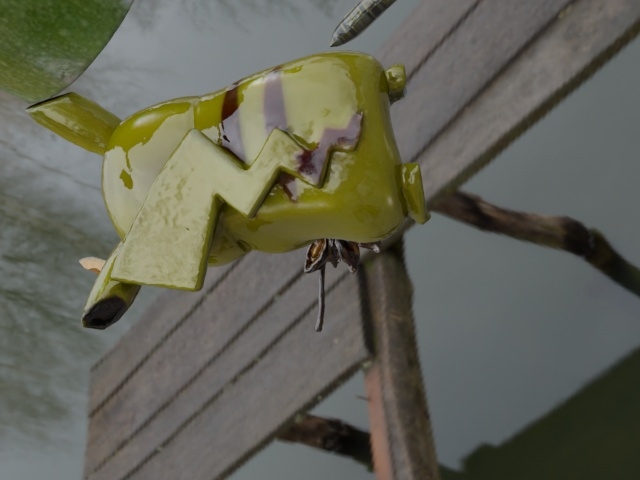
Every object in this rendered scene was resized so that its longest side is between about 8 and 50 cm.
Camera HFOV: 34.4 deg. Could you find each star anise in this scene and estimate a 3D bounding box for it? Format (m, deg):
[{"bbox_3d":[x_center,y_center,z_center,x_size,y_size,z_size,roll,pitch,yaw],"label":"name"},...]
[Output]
[{"bbox_3d":[-0.002,0.002,1.624,0.234,0.177,0.073,-54,-13,12],"label":"star anise"}]

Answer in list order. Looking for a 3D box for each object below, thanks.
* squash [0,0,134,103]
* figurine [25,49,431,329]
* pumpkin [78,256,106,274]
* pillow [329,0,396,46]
[{"bbox_3d":[-0.362,-0.316,0.911,0.263,0.384,0.263,-28,48,37],"label":"squash"},{"bbox_3d":[-0.073,-0.049,0.875,0.327,0.169,0.218,-15,70,20],"label":"figurine"},{"bbox_3d":[-0.252,0.044,1.325,0.101,0.073,0.035,-5,71,33],"label":"pumpkin"},{"bbox_3d":[0.092,-0.356,1.507,0.203,0.038,0.113,-41,5,14],"label":"pillow"}]
